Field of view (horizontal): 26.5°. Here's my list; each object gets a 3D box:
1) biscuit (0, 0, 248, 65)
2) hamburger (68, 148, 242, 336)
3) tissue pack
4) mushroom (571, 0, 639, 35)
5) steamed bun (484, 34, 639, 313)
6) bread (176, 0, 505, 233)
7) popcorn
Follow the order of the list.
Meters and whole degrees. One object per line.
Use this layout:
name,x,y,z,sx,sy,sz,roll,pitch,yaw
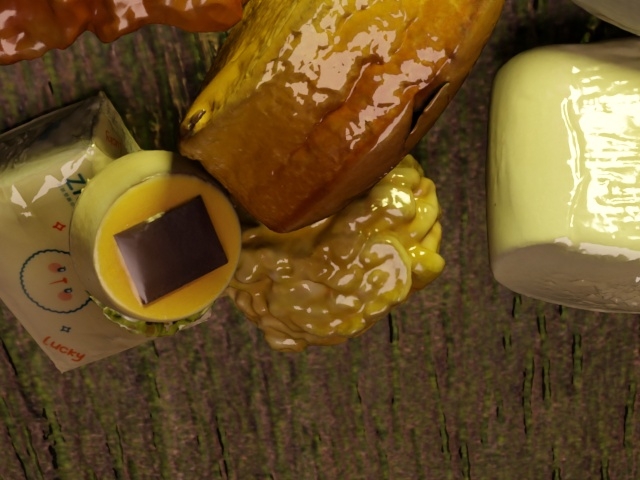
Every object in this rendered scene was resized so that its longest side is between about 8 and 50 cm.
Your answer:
biscuit,-0.199,-0.263,0.854,0.312,0.110,0.318,-10,129,6
hamburger,-0.118,0.003,0.992,0.126,0.081,0.141,-43,116,-10
tissue pack,-0.191,-0.002,1.078,0.148,0.092,0.196,-21,126,12
mushroom,0.195,-0.214,0.927,0.270,0.103,0.118,22,125,-13
steamed bun,0.243,-0.044,1.009,0.250,0.200,0.155,4,159,-5
bread,0.016,-0.127,0.926,0.143,0.195,0.269,32,120,-15
popcorn,0.004,0.016,1.078,0.194,0.140,0.163,-8,124,6
